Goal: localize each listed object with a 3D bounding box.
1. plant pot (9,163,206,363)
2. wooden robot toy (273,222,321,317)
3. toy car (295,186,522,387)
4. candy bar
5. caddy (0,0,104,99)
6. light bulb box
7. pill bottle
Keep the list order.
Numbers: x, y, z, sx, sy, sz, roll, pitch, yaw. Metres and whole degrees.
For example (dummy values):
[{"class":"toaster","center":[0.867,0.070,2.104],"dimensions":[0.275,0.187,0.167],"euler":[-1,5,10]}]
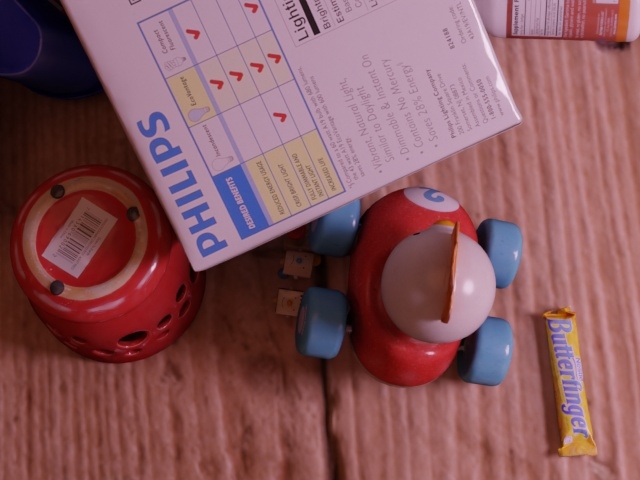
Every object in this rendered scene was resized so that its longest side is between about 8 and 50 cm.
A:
[{"class":"plant pot","center":[-0.226,0.023,1.755],"dimensions":[0.191,0.174,0.191],"euler":[-1,75,4]},{"class":"wooden robot toy","center":[0.000,0.000,1.792],"dimensions":[0.079,0.076,0.173],"euler":[10,75,-2]},{"class":"toy car","center":[0.112,0.029,1.653],"dimensions":[0.219,0.238,0.210],"euler":[11,74,-11]},{"class":"candy bar","center":[0.261,0.148,1.744],"dimensions":[0.040,0.018,0.161],"euler":[-7,74,4]},{"class":"caddy","center":[-0.329,-0.314,1.866],"dimensions":[0.341,0.179,0.241],"euler":[43,103,18]},{"class":"light bulb box","center":[-0.045,-0.222,1.661],"dimensions":[0.361,0.225,0.358],"euler":[-25,111,0]},{"class":"pill bottle","center":[0.243,-0.281,1.819],"dimensions":[0.216,0.121,0.121],"euler":[3,74,7]}]
